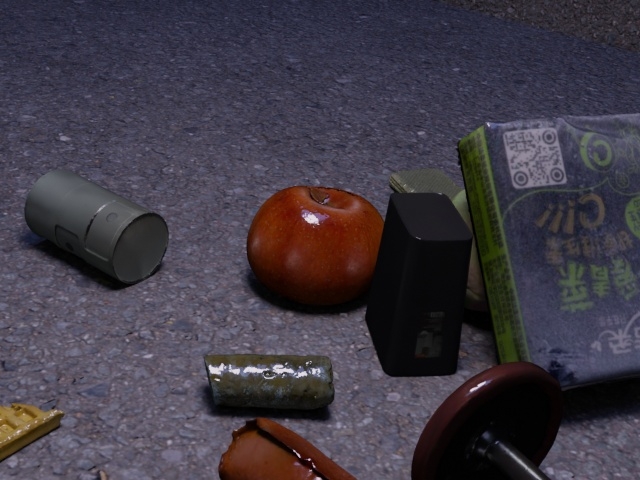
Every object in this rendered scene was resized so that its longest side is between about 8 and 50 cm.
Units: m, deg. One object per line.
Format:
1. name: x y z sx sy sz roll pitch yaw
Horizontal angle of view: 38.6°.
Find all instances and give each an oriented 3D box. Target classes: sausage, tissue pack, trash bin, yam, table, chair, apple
1. sausage: 0.020 0.309 1.015 0.330 0.102 0.102 28 36 33
2. tissue pack: 0.377 0.016 1.342 0.288 0.394 0.124 -6 -12 -18
3. trash bin: 0.148 0.061 1.354 0.115 0.225 0.165 1 29 -11
4. yam: -0.070 0.190 1.236 0.179 0.078 0.078 3 29 -6
5. table: -0.372 -0.026 1.519 0.220 0.126 0.126 24 33 29
6. chair: 0.255 0.287 0.970 0.226 0.226 0.401 -12 32 -29
7. apple: 0.000 0.000 1.491 0.235 0.173 0.210 -14 35 -34

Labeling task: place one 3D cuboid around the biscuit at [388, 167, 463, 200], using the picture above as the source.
1. biscuit: 0.229 -0.090 1.837 0.121 0.040 0.199 -8 32 -21

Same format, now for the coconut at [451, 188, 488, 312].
1. coconut: 0.291 0.015 1.489 0.236 0.205 0.236 6 11 -1

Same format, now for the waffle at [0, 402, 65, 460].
1. waffle: -0.438 0.210 1.172 0.191 0.032 0.125 26 36 30
